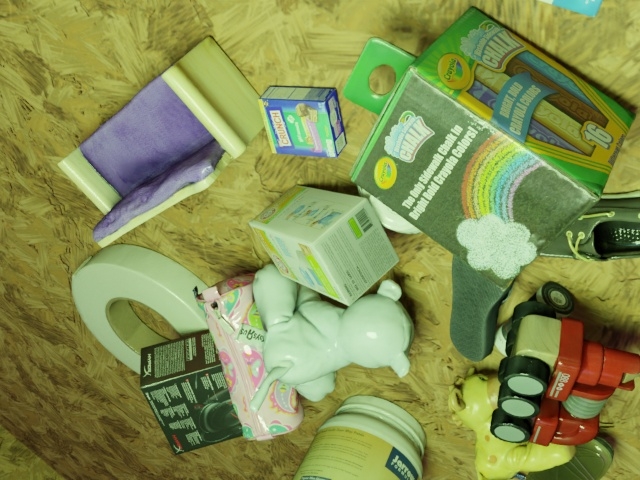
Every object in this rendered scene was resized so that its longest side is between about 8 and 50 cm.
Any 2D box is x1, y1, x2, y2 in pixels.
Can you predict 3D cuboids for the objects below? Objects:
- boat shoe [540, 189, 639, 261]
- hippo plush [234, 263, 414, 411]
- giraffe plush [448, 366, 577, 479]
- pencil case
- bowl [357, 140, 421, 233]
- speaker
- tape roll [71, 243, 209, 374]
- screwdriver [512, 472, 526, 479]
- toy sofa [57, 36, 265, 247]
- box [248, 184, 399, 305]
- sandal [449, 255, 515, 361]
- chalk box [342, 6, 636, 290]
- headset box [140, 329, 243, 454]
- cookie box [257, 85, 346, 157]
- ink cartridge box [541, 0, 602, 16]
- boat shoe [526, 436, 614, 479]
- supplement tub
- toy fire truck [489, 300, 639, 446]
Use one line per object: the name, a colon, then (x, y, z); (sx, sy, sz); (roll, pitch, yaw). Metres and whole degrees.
boat shoe: (0.348, -0.012, 0.839); (0.227, 0.069, 0.081); (-11, 121, 38)
hippo plush: (0.025, 0.126, 1.085); (0.236, 0.235, 0.294); (-18, 164, 14)
giraffe plush: (0.287, 0.286, 1.090); (0.171, 0.210, 0.181); (63, 178, 8)
pencil case: (-0.123, 0.199, 1.165); (0.124, 0.124, 0.284); (-12, 100, 39)
bowl: (0.115, -0.065, 0.929); (0.170, 0.080, 0.170); (17, 136, 17)
speaker: (0.312, 0.121, 0.996); (0.055, 0.055, 0.136); (31, 139, 3)
tape roll: (-0.357, 0.176, 1.457); (0.391, 0.072, 0.392); (17, 136, 17)
screwdriver: (0.399, 0.453, 1.273); (0.169, 0.025, 0.024); (14, 135, 22)
toy sofa: (-0.261, -0.137, 1.028); (0.362, 0.177, 0.150); (-22, 115, 44)
box: (0.000, 0.000, 0.988); (0.203, 0.103, 0.114); (18, 144, 57)
sandal: (0.240, 0.072, 0.996); (0.097, 0.054, 0.255); (43, 147, 34)
chalk box: (0.164, -0.124, 0.764); (0.289, 0.179, 0.180); (38, 139, 6)
headset box: (-0.179, 0.281, 1.330); (0.293, 0.110, 0.218); (-16, 128, -3)
cookie box: (-0.025, -0.167, 0.952); (0.107, 0.040, 0.092); (8, 133, 27)
ink cartridge box: (0.201, -0.316, 0.642); (0.190, 0.082, 0.140); (21, 137, 12)
boat shoe: (0.429, 0.378, 1.150); (0.080, 0.073, 0.224); (48, 146, 21)
supplement tub: (0.062, 0.479, 1.288); (0.228, 0.316, 0.228); (17, 136, 18)
toy fire truck: (0.376, 0.189, 0.930); (0.246, 0.159, 0.217); (11, 140, 14)
